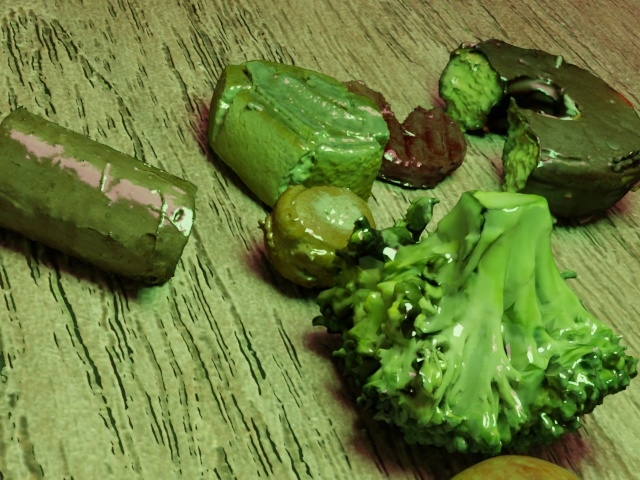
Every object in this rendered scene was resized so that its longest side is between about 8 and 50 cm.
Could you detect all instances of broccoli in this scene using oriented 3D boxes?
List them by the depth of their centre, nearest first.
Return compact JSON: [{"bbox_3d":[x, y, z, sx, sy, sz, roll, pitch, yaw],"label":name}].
[{"bbox_3d":[0.166,0.085,1.526,0.334,0.272,0.324,3,-3,-15],"label":"broccoli"}]

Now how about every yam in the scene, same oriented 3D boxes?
[{"bbox_3d":[-0.248,-0.044,1.548,0.238,0.129,0.128,21,34,2],"label":"yam"}]

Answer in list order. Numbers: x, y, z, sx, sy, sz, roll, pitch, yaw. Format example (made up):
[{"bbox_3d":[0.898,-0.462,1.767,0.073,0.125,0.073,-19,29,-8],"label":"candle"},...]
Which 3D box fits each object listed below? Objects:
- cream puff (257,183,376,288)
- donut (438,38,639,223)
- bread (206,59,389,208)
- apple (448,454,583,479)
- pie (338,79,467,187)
[{"bbox_3d":[-0.003,0.000,1.647,0.144,0.103,0.126,-11,58,-39],"label":"cream puff"},{"bbox_3d":[0.333,-0.155,2.033,0.259,0.136,0.345,4,37,-27],"label":"donut"},{"bbox_3d":[-0.041,-0.141,1.810,0.257,0.124,0.186,36,36,24],"label":"bread"},{"bbox_3d":[0.178,0.288,1.261,0.188,0.188,0.174,0,28,-29],"label":"apple"},{"bbox_3d":[0.095,-0.148,1.963,0.219,0.054,0.204,25,33,2],"label":"pie"}]
